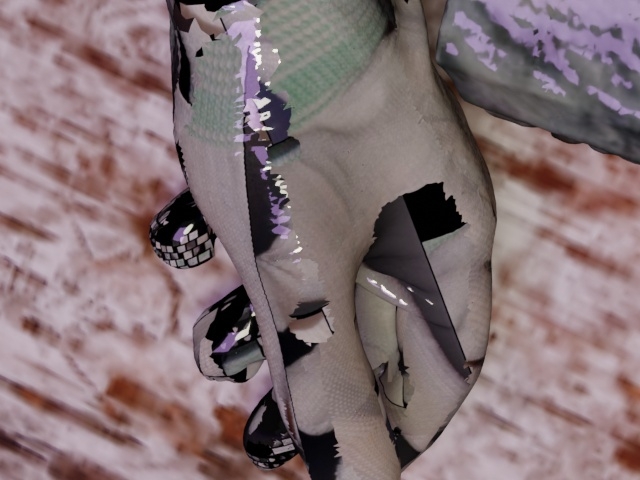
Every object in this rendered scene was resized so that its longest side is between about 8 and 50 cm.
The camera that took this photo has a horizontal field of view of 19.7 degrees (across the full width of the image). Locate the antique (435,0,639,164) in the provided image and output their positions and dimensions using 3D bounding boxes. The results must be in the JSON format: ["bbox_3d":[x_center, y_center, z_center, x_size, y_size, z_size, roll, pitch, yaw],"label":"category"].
[{"bbox_3d":[0.101,-0.116,0.523,0.088,0.086,0.183,22,113,13],"label":"antique"}]

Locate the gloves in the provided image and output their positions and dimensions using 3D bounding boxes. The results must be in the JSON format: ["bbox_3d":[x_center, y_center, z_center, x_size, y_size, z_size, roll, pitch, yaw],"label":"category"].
[{"bbox_3d":[0.006,-0.005,0.577,0.111,0.127,0.212,-34,129,-13],"label":"gloves"}]
